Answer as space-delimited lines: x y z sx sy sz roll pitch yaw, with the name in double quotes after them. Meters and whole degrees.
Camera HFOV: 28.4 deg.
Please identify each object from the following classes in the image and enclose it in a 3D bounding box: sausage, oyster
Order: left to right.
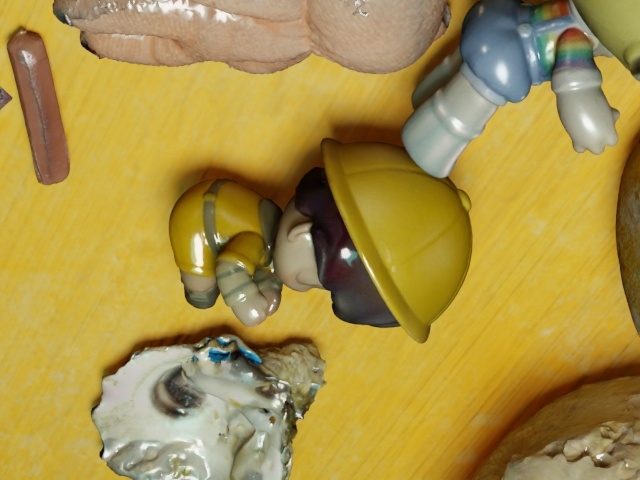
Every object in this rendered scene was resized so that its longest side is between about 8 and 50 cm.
-0.242 -0.113 1.090 0.030 0.035 0.147 -22 129 -23 "sausage"
-0.117 0.174 1.255 0.223 0.083 0.214 21 115 8 "oyster"

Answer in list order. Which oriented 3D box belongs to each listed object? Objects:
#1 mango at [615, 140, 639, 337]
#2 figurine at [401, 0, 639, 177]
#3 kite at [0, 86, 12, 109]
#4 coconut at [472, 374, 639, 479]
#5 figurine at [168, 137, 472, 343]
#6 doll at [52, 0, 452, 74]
0.350 0.037 1.058 0.193 0.146 0.316 -17 90 51 "mango"
0.197 -0.179 0.915 0.205 0.224 0.382 41 113 -17 "figurine"
-0.308 -0.120 1.102 0.078 0.002 0.044 -18 122 11 "kite"
0.289 0.310 1.163 0.404 0.404 0.405 0 124 1 "coconut"
0.000 -0.005 1.072 0.256 0.192 0.167 5 107 10 "figurine"
-0.049 -0.208 0.970 0.303 0.201 0.156 1 83 7 "doll"
